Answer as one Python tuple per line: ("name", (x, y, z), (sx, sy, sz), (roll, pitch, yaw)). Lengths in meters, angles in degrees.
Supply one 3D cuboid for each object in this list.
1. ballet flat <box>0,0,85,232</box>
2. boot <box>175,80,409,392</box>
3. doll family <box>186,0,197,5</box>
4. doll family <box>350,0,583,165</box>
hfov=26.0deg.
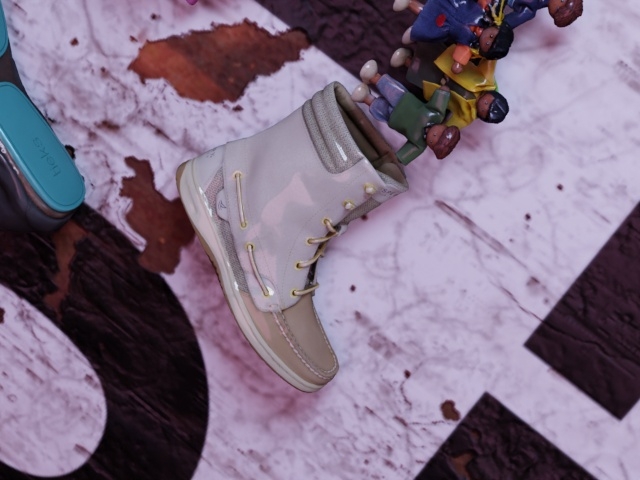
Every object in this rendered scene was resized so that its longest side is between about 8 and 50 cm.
("ballet flat", (-0.296, -0.129, 1.155), (0.096, 0.095, 0.280), (-19, 97, 35))
("boot", (0.000, 0.000, 1.088), (0.165, 0.077, 0.213), (-27, 90, 22))
("doll family", (-0.085, -0.282, 0.996), (0.163, 0.118, 0.263), (-19, 112, 25))
("doll family", (0.110, -0.142, 1.011), (0.111, 0.076, 0.193), (39, 119, 28))
